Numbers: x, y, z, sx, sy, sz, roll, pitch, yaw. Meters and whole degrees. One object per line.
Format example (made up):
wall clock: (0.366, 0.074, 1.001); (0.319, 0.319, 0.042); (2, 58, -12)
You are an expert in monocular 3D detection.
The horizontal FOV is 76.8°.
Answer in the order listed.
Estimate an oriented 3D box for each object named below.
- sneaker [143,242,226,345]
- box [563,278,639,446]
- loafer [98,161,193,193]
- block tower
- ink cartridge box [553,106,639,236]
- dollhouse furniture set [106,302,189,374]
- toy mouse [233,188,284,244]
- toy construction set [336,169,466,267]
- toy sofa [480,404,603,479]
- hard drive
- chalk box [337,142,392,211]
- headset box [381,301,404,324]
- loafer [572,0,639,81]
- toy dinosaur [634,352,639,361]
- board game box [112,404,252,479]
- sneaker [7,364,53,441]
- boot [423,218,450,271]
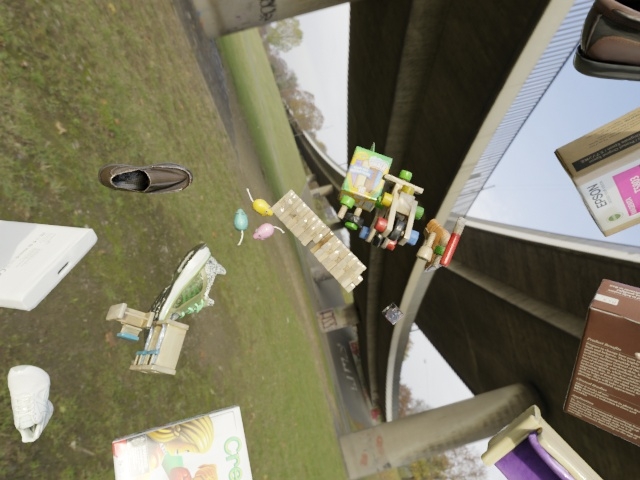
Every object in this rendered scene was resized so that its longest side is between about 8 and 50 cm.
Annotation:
sneaker: (-0.468, 0.211, 1.450); (0.182, 0.410, 0.158); (39, -29, -24)
box: (0.748, 0.303, 0.997); (0.191, 0.143, 0.381); (19, -47, 38)
loafer: (-0.420, -0.145, 0.998); (0.078, 0.220, 0.080); (35, -55, 48)
block tower: (0.000, 0.000, 1.220); (0.335, 0.091, 0.097); (47, 2, 1)
ink cartridge box: (0.585, -0.127, 0.752); (0.235, 0.193, 0.088); (33, 40, -36)
dollhouse furniture set: (-0.465, 0.256, 1.029); (0.184, 0.129, 0.129); (34, 54, -39)
toy mouse: (-0.183, -0.046, 1.107); (0.161, 0.143, 0.031); (38, -15, -1)
toy construction set: (0.251, -0.086, 1.133); (0.237, 0.309, 0.257); (-64, 158, -7)
toy sofa: (0.513, 0.537, 0.805); (0.362, 0.150, 0.177); (47, 18, 20)
hard drive: (-0.749, 0.045, 0.944); (0.233, 0.353, 0.047); (-72, 163, -47)
chalk box: (0.160, -0.231, 1.408); (0.132, 0.132, 0.213); (106, 5, -79)
headset box: (0.293, 0.296, 1.627); (0.083, 0.062, 0.032); (47, 4, -35)
loafer: (0.464, -0.236, 0.453); (0.109, 0.303, 0.095); (-58, 146, -31)
toy dinosaur: (0.561, 0.205, 0.586); (0.127, 0.296, 0.200); (9, -84, 55)
board game box: (-0.194, 0.436, 0.617); (0.053, 0.193, 0.305); (136, -58, -61)
sneaker: (-0.480, 0.270, 0.669); (0.061, 0.054, 0.152); (-120, -148, -54)
boot: (0.467, 0.023, 1.681); (0.197, 0.073, 0.152); (-60, -138, 35)
